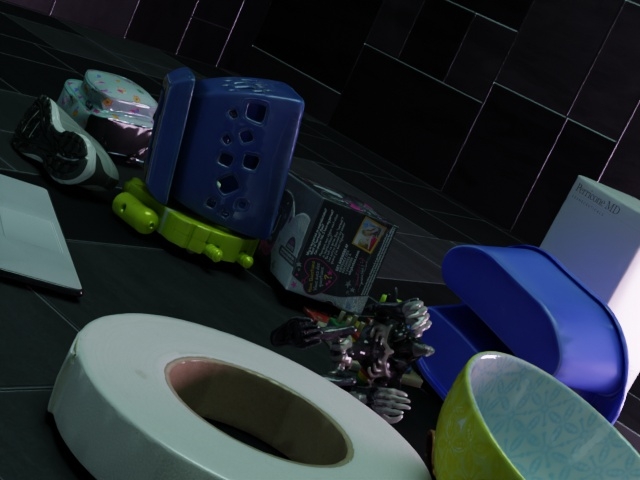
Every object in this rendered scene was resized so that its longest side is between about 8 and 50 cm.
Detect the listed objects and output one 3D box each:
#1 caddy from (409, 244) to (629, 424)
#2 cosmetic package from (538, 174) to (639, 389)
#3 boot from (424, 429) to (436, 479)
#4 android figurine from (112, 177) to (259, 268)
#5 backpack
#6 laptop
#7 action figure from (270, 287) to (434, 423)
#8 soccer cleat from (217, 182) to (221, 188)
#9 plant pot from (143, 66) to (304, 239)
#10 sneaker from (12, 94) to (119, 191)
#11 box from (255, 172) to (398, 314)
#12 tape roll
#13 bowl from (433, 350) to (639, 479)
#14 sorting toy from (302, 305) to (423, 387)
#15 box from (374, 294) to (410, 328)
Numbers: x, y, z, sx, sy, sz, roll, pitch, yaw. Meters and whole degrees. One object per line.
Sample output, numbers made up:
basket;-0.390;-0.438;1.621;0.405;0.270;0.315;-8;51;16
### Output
caddy;0.289;0.151;1.582;0.179;0.241;0.341;7;30;-36
cosmetic package;0.431;0.107;1.758;0.155;0.366;0.197;17;14;-32
boot;0.265;0.316;1.238;0.280;0.096;0.264;16;27;-13
android figurine;-0.209;-0.026;1.790;0.248;0.056;0.273;13;15;-45
backpack;-0.414;-0.245;2.107;0.166;0.144;0.188;4;21;-45
laptop;-0.479;-0.153;1.389;0.408;0.236;0.382;19;15;-26
action figure;0.070;0.149;1.401;0.141;0.164;0.275;11;9;44
soccer cleat;-0.122;-0.029;1.965;0.289;0.093;0.121;30;43;3
plant pot;-0.167;-0.156;1.780;0.212;0.236;0.236;13;12;-13
sneaker;-0.430;-0.155;1.846;0.108;0.100;0.271;32;7;-47
box;0.000;0.000;1.806;0.142;0.163;0.247;21;7;-18
tape roll;-0.075;0.195;1.097;0.392;0.072;0.392;24;11;-5
bowl;0.212;0.267;1.103;0.289;0.156;0.289;33;21;-14
sorting toy;0.075;0.151;1.637;0.132;0.046;0.274;19;14;-28
box;0.155;0.150;1.799;0.109;0.042;0.178;22;13;-11
